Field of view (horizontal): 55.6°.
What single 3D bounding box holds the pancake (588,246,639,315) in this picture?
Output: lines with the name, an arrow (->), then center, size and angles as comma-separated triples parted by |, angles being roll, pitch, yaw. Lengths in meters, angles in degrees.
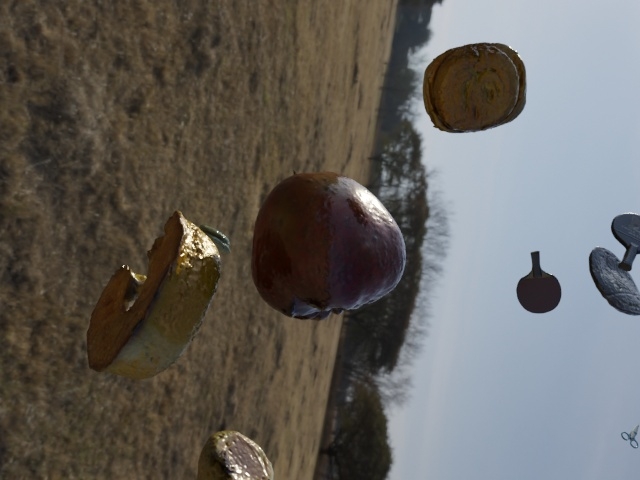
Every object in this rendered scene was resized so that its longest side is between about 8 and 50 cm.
pancake -> 0.917, 0.125, 1.882 | 0.031, 0.250, 0.250 | -44, -159, 41

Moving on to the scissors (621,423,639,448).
scissors -> 0.962, 0.594, 1.868 | 0.119, 0.058, 0.014 | -20, 145, -48

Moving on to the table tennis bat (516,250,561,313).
table tennis bat -> 0.660, 0.130, 1.844 | 0.019, 0.130, 0.221 | -67, 146, -59

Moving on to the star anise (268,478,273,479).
star anise -> -0.125, 0.719, 1.583 | 0.234, 0.073, 0.177 | 87, 4, -66

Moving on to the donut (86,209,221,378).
donut -> -0.404, 0.167, 1.471 | 0.435, 0.163, 0.378 | -33, -144, 38

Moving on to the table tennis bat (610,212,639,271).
table tennis bat -> 0.840, 0.005, 1.620 | 0.236, 0.150, 0.027 | -45, 155, -38

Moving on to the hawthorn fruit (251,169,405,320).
hawthorn fruit -> 0.000, 0.000, 1.522 | 0.403, 0.402, 0.403 | 10, 90, -85

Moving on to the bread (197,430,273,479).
bread -> -0.252, 0.674, 1.746 | 0.134, 0.244, 0.244 | -53, -174, 21

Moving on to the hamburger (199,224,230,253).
hamburger -> -0.325, -0.008, 1.825 | 0.054, 0.121, 0.084 | -57, 158, -21

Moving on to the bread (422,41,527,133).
bread -> 0.354, -0.349, 1.394 | 0.120, 0.235, 0.199 | -75, 157, -71
